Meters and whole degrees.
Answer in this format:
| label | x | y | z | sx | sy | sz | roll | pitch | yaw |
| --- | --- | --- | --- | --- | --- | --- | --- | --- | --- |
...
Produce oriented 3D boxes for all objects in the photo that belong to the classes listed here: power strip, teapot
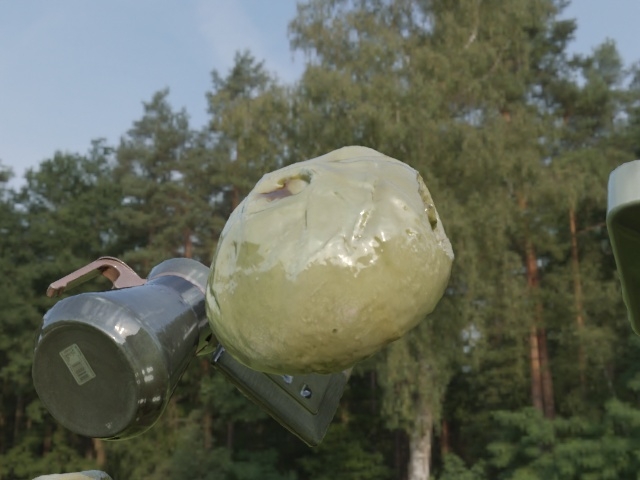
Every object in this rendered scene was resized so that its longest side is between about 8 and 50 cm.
| label | x | y | z | sx | sy | sz | roll | pitch | yaw |
| --- | --- | --- | --- | --- | --- | --- | --- | --- | --- |
| power strip | -0.064 | 0.201 | 1.592 | 0.092 | 0.257 | 0.251 | -20 | -59 | 43 |
| teapot | -0.332 | 0.160 | 1.558 | 0.253 | 0.300 | 0.344 | -54 | -7 | 25 |

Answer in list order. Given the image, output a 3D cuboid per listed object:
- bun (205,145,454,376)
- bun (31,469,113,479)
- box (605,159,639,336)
| label | x | y | z | sx | sy | sz | roll | pitch | yaw |
| --- | --- | --- | --- | --- | --- | --- | --- | --- | --- |
| bun | -0.004 | -0.001 | 1.192 | 0.364 | 0.364 | 0.202 | -10 | -58 | 27 |
| bun | -0.466 | 0.509 | 1.570 | 0.243 | 0.153 | 0.244 | -16 | -33 | -11 |
| box | 0.565 | 0.018 | 1.123 | 0.372 | 0.091 | 0.367 | -7 | -36 | 23 |
